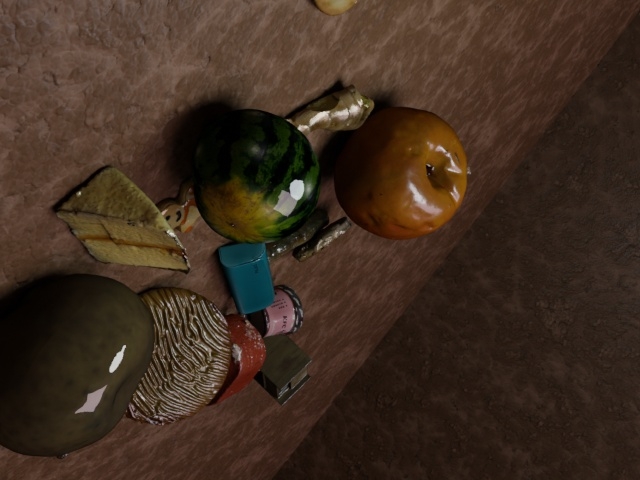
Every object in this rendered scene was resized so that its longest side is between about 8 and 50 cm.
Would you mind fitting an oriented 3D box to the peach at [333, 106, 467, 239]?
[{"bbox_3d":[0.199,-0.174,1.893,0.343,0.342,0.302,-36,-162,-31],"label":"peach"}]

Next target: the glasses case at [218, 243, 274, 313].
[{"bbox_3d":[-0.184,0.101,1.902,0.117,0.070,0.301,-11,151,-3],"label":"glasses case"}]

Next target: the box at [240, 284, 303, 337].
[{"bbox_3d":[-0.148,0.214,2.145,0.135,0.151,0.151,-12,140,-44],"label":"box"}]

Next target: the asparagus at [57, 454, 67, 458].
[{"bbox_3d":[-0.581,0.486,1.919,0.248,0.025,0.024,-37,-160,-28],"label":"asparagus"}]

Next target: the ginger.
[{"bbox_3d":[-0.004,-0.266,1.664,0.295,0.086,0.131,-29,163,-24],"label":"ginger"}]

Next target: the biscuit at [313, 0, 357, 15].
[{"bbox_3d":[0.045,-0.520,1.355,0.203,0.041,0.260,-51,159,15],"label":"biscuit"}]

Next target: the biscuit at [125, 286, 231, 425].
[{"bbox_3d":[-0.346,0.263,1.670,0.318,0.040,0.317,-3,95,-32],"label":"biscuit"}]

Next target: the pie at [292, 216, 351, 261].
[{"bbox_3d":[0.000,0.000,2.086,0.195,0.046,0.195,-35,-178,2],"label":"pie"}]

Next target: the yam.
[{"bbox_3d":[-0.074,-0.008,2.006,0.253,0.061,0.061,-34,156,-35],"label":"yam"}]

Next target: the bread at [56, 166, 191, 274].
[{"bbox_3d":[-0.337,0.005,1.324,0.135,0.178,0.240,-44,161,-16],"label":"bread"}]

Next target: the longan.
[{"bbox_3d":[-0.465,0.225,1.349,0.350,0.288,0.288,-53,162,-20],"label":"longan"}]

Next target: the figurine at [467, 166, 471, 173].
[{"bbox_3d":[0.421,-0.255,2.430,0.132,0.154,0.132,-40,158,-20],"label":"figurine"}]

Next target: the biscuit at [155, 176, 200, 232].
[{"bbox_3d":[-0.264,-0.077,1.538,0.234,0.030,0.153,-31,152,-40],"label":"biscuit"}]

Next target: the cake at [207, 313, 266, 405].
[{"bbox_3d":[-0.278,0.339,2.049,0.151,0.177,0.283,-15,143,-56],"label":"cake"}]

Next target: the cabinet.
[{"bbox_3d":[-0.146,0.382,2.337,0.148,0.215,0.174,-40,158,-21],"label":"cabinet"}]

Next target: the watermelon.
[{"bbox_3d":[-0.125,-0.121,1.409,0.269,0.269,0.269,-41,159,-20],"label":"watermelon"}]
